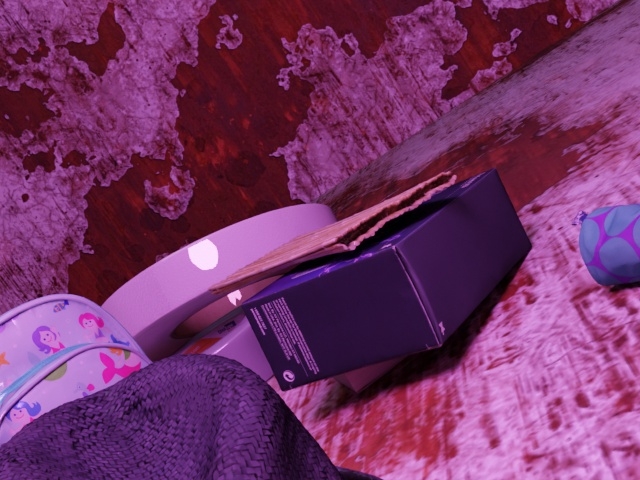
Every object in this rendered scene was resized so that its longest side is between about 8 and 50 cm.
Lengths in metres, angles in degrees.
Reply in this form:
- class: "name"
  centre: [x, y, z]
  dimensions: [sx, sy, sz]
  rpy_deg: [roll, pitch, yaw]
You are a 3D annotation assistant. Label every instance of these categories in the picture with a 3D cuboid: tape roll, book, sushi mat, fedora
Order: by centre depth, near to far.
- class: "fedora"
  centre: [-0.079, 0.159, 0.473]
  dimensions: [0.334, 0.152, 0.334]
  rpy_deg: [-17, 16, 5]
- class: "sushi mat"
  centre: [0.000, 0.000, 0.947]
  dimensions: [0.151, 0.019, 0.316]
  rpy_deg: [-31, 4, -28]
- class: "book"
  centre: [0.051, 0.111, 0.971]
  dimensions: [0.096, 0.035, 0.144]
  rpy_deg: [-31, 6, -12]
- class: "tape roll"
  centre: [-0.129, 0.160, 1.250]
  dimensions: [0.219, 0.072, 0.219]
  rpy_deg: [-33, 8, 5]
- class: "tape roll"
  centre: [-0.139, 0.070, 1.363]
  dimensions: [0.392, 0.072, 0.392]
  rpy_deg: [-26, -11, -6]

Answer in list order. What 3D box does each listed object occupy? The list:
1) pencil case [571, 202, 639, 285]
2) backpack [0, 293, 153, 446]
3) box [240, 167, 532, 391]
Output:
- class: "pencil case"
  centre: [0.262, -0.009, 0.685]
  dimensions: [0.152, 0.064, 0.070]
  rpy_deg: [-19, 42, 61]
- class: "backpack"
  centre: [-0.231, 0.180, 0.827]
  dimensions: [0.225, 0.253, 0.191]
  rpy_deg: [-38, 2, -33]
- class: "box"
  centre: [0.075, 0.033, 0.919]
  dimensions: [0.184, 0.103, 0.261]
  rpy_deg: [-19, 8, 34]
